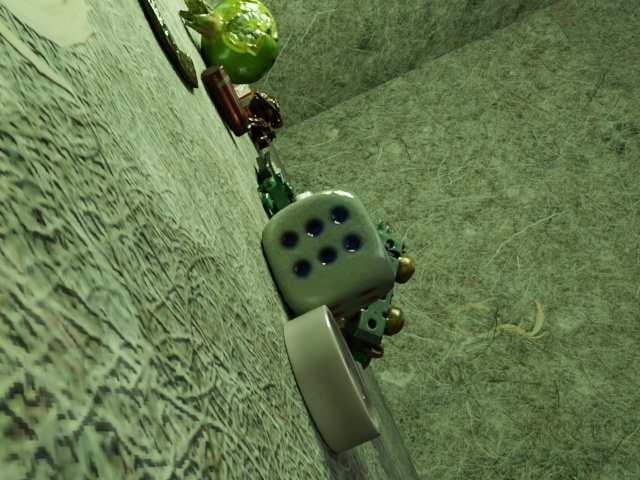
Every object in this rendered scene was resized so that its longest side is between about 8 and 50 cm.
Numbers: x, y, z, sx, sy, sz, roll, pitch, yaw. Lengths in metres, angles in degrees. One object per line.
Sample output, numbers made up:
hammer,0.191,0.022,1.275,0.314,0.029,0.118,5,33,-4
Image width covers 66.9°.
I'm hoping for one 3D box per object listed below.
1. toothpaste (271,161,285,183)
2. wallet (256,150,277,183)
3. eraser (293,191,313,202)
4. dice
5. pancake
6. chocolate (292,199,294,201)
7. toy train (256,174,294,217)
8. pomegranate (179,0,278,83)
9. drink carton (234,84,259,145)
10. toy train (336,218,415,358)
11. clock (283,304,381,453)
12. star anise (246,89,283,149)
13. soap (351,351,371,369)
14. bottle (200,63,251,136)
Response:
toothpaste,-0.135,-0.168,1.812,0.069,0.047,0.269,41,-25,61
wallet,-0.094,-0.068,1.402,0.197,0.051,0.378,-113,-179,-67
eraser,0.000,0.000,1.528,0.174,0.094,0.270,84,-18,-62
dice,0.015,0.034,0.879,0.192,0.193,0.194,58,8,-70
pancake,-0.254,-0.346,0.815,0.184,0.020,0.191,-111,177,-63
chocolate,-0.101,-0.111,1.642,0.329,0.065,0.103,58,8,-66
toy train,-0.089,-0.069,1.208,0.200,0.083,0.132,65,-9,-17
pomegranate,-0.251,-0.557,1.318,0.301,0.236,0.236,4,55,-50
drink carton,-0.261,-0.485,1.863,0.223,0.070,0.096,64,1,-47
toy train,0.113,0.117,1.268,0.231,0.163,0.370,-33,-143,61
clock,0.017,0.196,0.698,0.197,0.068,0.197,-24,90,-88
star anise,-0.200,-0.424,1.743,0.125,0.190,0.220,25,15,8
soap,0.116,0.319,1.713,0.273,0.097,0.218,62,3,-61
bottle,-0.214,-0.317,1.117,0.060,0.060,0.164,-113,178,-53
